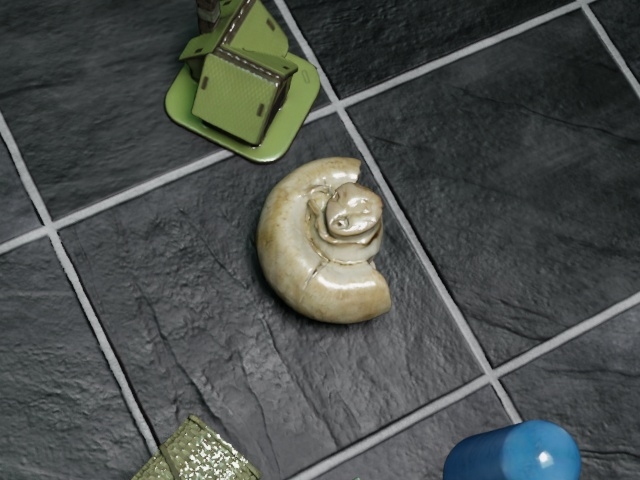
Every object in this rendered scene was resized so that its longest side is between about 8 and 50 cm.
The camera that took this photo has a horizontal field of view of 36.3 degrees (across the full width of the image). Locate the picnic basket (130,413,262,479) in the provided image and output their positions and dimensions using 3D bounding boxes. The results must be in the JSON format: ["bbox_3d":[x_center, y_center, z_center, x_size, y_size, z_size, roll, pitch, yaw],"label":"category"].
[{"bbox_3d":[-0.192,0.346,1.295,0.134,0.154,0.196,42,71,7],"label":"picnic basket"}]

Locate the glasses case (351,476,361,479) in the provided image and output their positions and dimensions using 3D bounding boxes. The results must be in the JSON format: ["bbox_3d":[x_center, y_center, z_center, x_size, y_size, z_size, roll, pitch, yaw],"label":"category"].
[{"bbox_3d":[-0.017,0.394,1.345,0.184,0.078,0.039,-30,78,-17],"label":"glasses case"}]

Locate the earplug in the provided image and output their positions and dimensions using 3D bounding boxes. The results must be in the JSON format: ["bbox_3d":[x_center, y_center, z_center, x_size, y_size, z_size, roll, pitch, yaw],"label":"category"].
[{"bbox_3d":[0.264,0.307,1.313,0.132,0.273,0.132,3,70,-8],"label":"earplug"}]

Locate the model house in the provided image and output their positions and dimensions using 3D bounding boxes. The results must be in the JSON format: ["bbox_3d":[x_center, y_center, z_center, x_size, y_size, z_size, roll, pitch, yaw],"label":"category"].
[{"bbox_3d":[-0.109,-0.274,1.454,0.218,0.279,0.205,26,71,2],"label":"model house"}]

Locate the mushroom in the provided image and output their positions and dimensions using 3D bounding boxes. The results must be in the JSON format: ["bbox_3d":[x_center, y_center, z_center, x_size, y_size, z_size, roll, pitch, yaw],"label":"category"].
[{"bbox_3d":[0.000,0.000,1.421,0.189,0.195,0.254,-14,71,-9],"label":"mushroom"}]
